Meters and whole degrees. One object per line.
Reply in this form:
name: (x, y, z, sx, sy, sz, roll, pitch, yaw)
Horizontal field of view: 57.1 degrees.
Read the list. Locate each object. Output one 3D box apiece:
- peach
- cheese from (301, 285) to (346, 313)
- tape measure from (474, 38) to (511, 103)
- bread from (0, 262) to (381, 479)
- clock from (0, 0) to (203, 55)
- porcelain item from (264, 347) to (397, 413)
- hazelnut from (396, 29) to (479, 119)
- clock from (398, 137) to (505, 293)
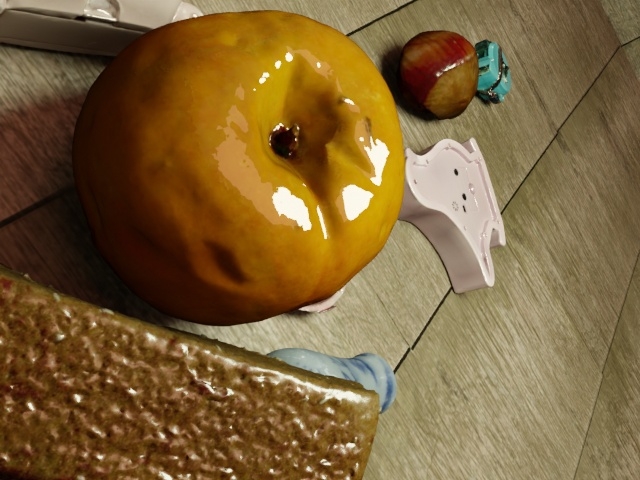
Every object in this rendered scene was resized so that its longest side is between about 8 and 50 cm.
peach: (-0.084, -0.074, 0.638, 0.342, 0.301, 0.343, 8, 71, -26)
cheese: (0.000, 0.000, 0.860, 0.286, 0.074, 0.189, -28, 95, -45)
tape measure: (0.401, -0.396, 1.395, 0.125, 0.081, 0.146, 39, 51, -40)
bread: (-0.150, 0.155, 0.537, 0.416, 0.113, 0.165, 22, 82, -16)
clock: (-0.286, -0.372, 0.634, 0.342, 0.184, 0.326, -7, 88, -50)
porcelain item: (-0.004, 0.200, 0.741, 0.259, 0.141, 0.141, 3, 72, -51)
hazelnut: (0.232, -0.322, 1.167, 0.202, 0.160, 0.170, 50, 47, -73)
clock: (0.237, -0.043, 1.102, 0.275, 0.080, 0.290, -10, 80, -45)
